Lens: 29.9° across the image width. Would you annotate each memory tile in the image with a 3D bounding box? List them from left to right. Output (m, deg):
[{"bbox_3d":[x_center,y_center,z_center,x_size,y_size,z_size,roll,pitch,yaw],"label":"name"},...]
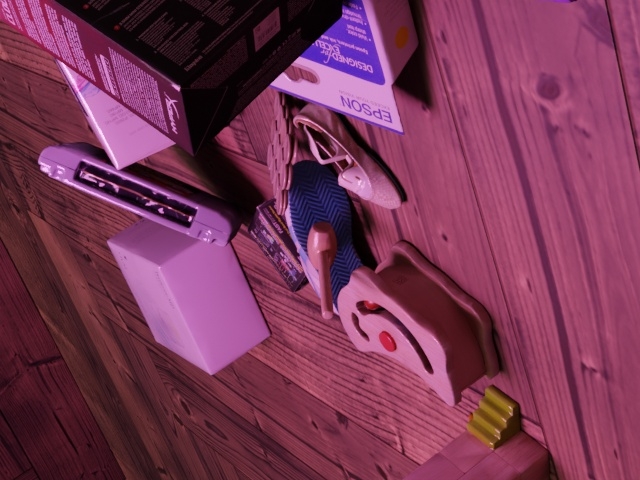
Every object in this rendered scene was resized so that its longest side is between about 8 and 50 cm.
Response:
[{"bbox_3d":[-0.048,-0.110,1.489,0.148,0.012,0.113,-103,19,-55],"label":"memory tile"}]

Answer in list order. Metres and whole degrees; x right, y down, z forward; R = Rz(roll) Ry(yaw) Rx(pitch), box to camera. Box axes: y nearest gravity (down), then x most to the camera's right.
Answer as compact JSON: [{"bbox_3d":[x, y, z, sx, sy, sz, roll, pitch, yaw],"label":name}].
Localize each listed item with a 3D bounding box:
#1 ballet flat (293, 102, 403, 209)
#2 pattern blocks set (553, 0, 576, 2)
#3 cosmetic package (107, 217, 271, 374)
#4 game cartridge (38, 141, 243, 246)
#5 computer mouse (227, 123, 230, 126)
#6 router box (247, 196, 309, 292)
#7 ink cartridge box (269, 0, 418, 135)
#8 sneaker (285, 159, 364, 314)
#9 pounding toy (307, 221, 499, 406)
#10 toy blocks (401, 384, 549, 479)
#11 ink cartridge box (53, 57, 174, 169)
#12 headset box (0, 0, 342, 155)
[{"bbox_3d":[0.029,-0.093,1.419,0.168,0.052,0.057,51,156,14],"label":"ballet flat"},{"bbox_3d":[0.136,-0.333,0.914,0.324,0.026,0.285,61,157,-11],"label":"pattern blocks set"},{"bbox_3d":[-0.229,0.082,2.069,0.225,0.138,0.224,18,136,55],"label":"cosmetic package"},{"bbox_3d":[-0.260,-0.074,1.791,0.294,0.060,0.196,23,-177,-1],"label":"game cartridge"},{"bbox_3d":[-0.165,-0.279,1.561,0.188,0.072,0.272,52,168,16],"label":"computer mouse"},{"bbox_3d":[-0.051,0.006,1.732,0.122,0.038,0.092,53,158,8],"label":"router box"},{"bbox_3d":[-0.042,-0.279,1.233,0.304,0.072,0.307,25,152,35],"label":"ink cartridge box"},{"bbox_3d":[0.000,0.000,1.562,0.092,0.087,0.228,30,142,62],"label":"sneaker"},{"bbox_3d":[0.072,0.106,1.459,0.269,0.155,0.154,41,150,31],"label":"pounding toy"},{"bbox_3d":[0.168,0.402,1.520,0.191,0.261,0.381,36,150,41],"label":"toy blocks"},{"bbox_3d":[-0.317,-0.275,1.723,0.306,0.131,0.226,65,172,-18],"label":"ink cartridge box"},{"bbox_3d":[-0.157,-0.250,1.113,0.293,0.218,0.110,35,156,19],"label":"headset box"}]
